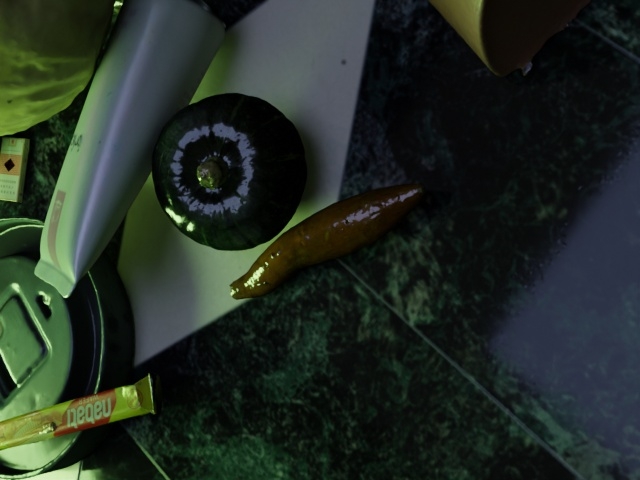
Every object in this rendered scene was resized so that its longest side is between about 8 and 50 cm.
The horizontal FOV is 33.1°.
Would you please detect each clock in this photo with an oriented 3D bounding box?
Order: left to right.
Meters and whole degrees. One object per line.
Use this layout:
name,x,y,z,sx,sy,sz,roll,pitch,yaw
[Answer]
clock,-0.367,0.132,1.336,0.325,0.067,0.325,-3,84,32

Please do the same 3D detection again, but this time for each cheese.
cheese,0.170,-0.263,0.958,0.203,0.177,0.128,-44,64,22

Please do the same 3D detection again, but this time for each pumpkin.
pumpkin,-0.095,-0.072,1.136,0.167,0.125,0.167,1,85,-9

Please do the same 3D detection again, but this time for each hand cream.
hand cream,-0.227,-0.114,1.199,0.185,0.118,0.359,16,80,61

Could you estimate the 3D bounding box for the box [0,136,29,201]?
box,-0.405,-0.094,1.415,0.046,0.012,0.083,7,89,34

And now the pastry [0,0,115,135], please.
pastry,-0.410,-0.296,1.171,0.388,0.312,0.389,7,99,48

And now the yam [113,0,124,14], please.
yam,-0.266,-0.299,1.317,0.252,0.061,0.061,-7,82,34

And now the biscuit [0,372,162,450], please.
biscuit,-0.294,0.204,1.230,0.291,0.026,0.048,-19,69,28

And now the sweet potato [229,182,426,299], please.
sweet potato,0.000,-0.001,1.117,0.264,0.057,0.057,-25,72,30
